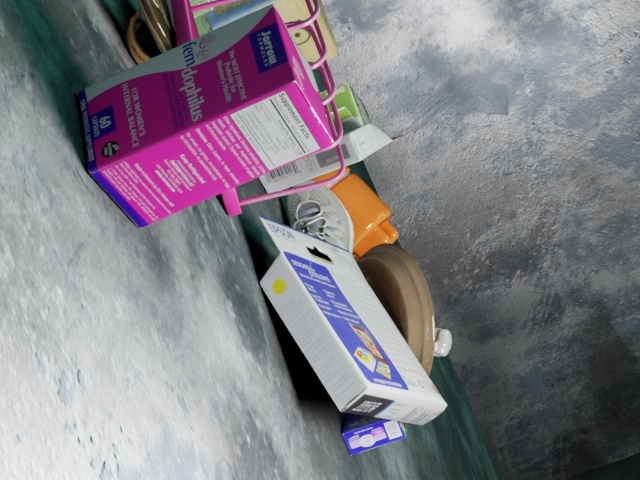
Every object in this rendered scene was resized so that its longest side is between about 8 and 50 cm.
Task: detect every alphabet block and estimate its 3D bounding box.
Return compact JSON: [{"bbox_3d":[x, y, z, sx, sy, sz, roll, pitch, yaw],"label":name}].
[{"bbox_3d":[-0.101,-0.424,2.077,0.197,0.192,0.193,54,18,-54],"label":"alphabet block"}]

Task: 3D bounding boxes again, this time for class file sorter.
[{"bbox_3d":[-0.079,-0.219,1.522,0.291,0.182,0.202,77,-2,-48],"label":"file sorter"}]

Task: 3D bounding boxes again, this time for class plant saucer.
[{"bbox_3d":[0.101,0.143,1.897,0.278,0.041,0.278,3,-86,61],"label":"plant saucer"}]

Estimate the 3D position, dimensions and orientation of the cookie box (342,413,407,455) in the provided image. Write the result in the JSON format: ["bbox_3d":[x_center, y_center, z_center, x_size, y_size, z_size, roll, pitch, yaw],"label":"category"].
[{"bbox_3d":[0.085,0.285,1.760,0.107,0.092,0.040,-58,128,-79],"label":"cookie box"}]

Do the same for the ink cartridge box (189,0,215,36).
[{"bbox_3d":[-0.178,-0.349,1.708,0.235,0.056,0.171,62,9,-17],"label":"ink cartridge box"}]

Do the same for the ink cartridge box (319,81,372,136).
[{"bbox_3d":[-0.022,-0.204,1.995,0.255,0.189,0.097,34,36,-73],"label":"ink cartridge box"}]

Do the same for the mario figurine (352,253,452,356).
[{"bbox_3d":[0.126,0.128,2.099,0.320,0.198,0.170,-108,-176,-53],"label":"mario figurine"}]

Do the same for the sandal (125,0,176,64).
[{"bbox_3d":[-0.210,-0.246,1.420,0.219,0.060,0.090,85,-8,-67],"label":"sandal"}]

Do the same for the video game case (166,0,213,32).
[{"bbox_3d":[-0.225,-0.389,1.768,0.193,0.023,0.212,-94,160,-64],"label":"video game case"}]

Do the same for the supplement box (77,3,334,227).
[{"bbox_3d":[-0.114,-0.120,1.125,0.114,0.220,0.111,56,14,-53],"label":"supplement box"}]

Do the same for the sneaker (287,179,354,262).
[{"bbox_3d":[0.000,0.000,1.906,0.115,0.105,0.281,51,17,-54],"label":"sneaker"}]

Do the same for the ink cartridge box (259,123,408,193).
[{"bbox_3d":[0.023,-0.153,1.946,0.066,0.189,0.232,66,29,-10],"label":"ink cartridge box"}]

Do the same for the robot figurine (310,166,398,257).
[{"bbox_3d":[0.046,-0.059,2.155,0.219,0.158,0.128,46,-23,7],"label":"robot figurine"}]

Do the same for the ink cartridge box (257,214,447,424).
[{"bbox_3d":[0.035,0.124,1.678,0.307,0.072,0.303,55,15,26],"label":"ink cartridge box"}]
